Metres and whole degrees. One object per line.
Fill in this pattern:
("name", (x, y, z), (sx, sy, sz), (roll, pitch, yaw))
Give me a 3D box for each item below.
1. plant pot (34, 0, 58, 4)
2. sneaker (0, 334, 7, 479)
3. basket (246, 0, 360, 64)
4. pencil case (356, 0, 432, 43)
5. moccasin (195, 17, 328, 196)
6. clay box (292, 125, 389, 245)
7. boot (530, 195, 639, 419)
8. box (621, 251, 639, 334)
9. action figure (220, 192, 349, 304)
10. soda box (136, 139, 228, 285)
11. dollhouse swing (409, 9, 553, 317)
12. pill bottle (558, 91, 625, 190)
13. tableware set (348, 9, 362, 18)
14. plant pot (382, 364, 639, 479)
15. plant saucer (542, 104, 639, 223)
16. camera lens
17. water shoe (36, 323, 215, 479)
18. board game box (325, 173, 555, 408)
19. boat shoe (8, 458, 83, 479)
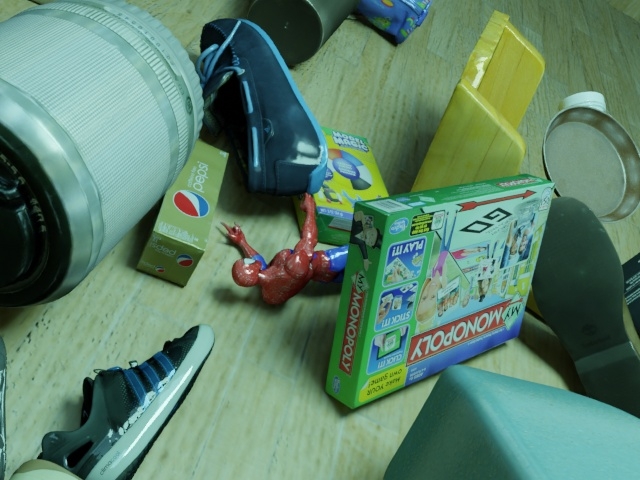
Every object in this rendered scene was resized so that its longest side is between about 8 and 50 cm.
("plant pot", (-0.388, -0.395, 1.033), (0.096, 0.109, 0.109), (7, 43, -13))
("sneaker", (-0.284, 0.136, 0.554), (0.089, 0.051, 0.170), (10, 46, -35))
("basket", (-0.036, -0.406, 1.266), (0.204, 0.154, 0.227), (27, 41, -12))
("pencil case", (0.075, -0.506, 1.446), (0.306, 0.119, 0.133), (29, 13, -18))
("moccasin", (-0.104, -0.189, 0.967), (0.116, 0.138, 0.342), (-13, 44, -23))
("clay box", (0.019, -0.087, 1.025), (0.127, 0.053, 0.222), (11, 43, -27))
("boot", (0.354, 0.081, 0.982), (0.305, 0.112, 0.115), (68, 26, -8))
("box", (0.548, 0.123, 1.090), (0.261, 0.103, 0.184), (17, 39, -46))
("action figure", (0.000, 0.000, 0.885), (0.280, 0.091, 0.139), (-7, 59, -42))
("soda box", (-0.151, -0.037, 0.836), (0.058, 0.061, 0.181), (23, 38, -14))
("dollhouse swing", (0.316, -0.110, 1.099), (0.304, 0.315, 0.347), (25, 36, 7))
("pill bottle", (0.396, -0.132, 1.100), (0.087, 0.087, 0.160), (6, 70, -31))
("tableware set", (0.003, -0.502, 1.502), (0.141, 0.020, 0.169), (-3, 49, -39))
("plant pot", (0.178, 0.243, 0.628), (0.247, 0.247, 0.252), (16, 24, -22))
("plant saucer", (0.364, -0.100, 1.010), (0.168, 0.029, 0.169), (6, 71, -19))
("camera lens", (-0.252, -0.090, 0.688), (0.219, 0.219, 0.274), (32, 37, -2))
("water shoe", (-0.159, 0.127, 0.639), (0.080, 0.073, 0.203), (31, 36, 0))
("board game box", (0.145, 0.044, 0.843), (0.317, 0.214, 0.046), (-12, 27, -43))
("boat shoe", (-0.109, 0.267, 0.498), (0.302, 0.109, 0.098), (31, 42, 6))
